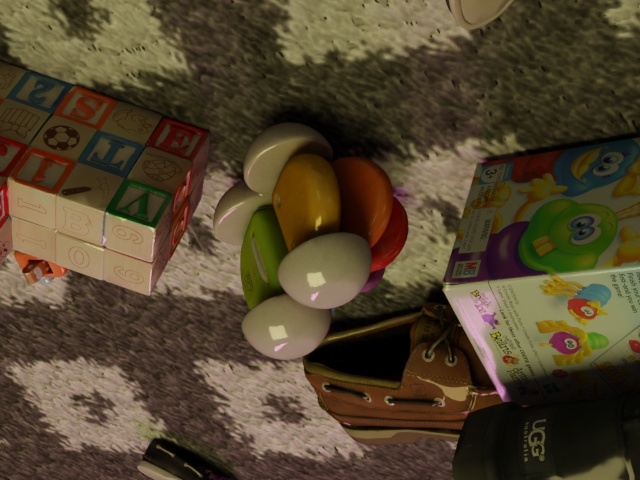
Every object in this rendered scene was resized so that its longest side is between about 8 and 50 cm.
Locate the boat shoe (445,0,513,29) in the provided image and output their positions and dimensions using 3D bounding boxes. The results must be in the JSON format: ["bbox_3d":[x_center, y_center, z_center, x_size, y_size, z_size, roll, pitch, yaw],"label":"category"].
[{"bbox_3d":[0.101,-0.232,0.798,0.065,0.075,0.206,52,159,35],"label":"boat shoe"}]

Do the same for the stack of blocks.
[{"bbox_3d":[-0.262,-0.056,1.031,0.297,0.171,0.087,18,137,4],"label":"stack of blocks"}]

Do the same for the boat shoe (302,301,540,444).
[{"bbox_3d":[0.113,0.112,1.083,0.307,0.111,0.104,-19,124,36],"label":"boat shoe"}]

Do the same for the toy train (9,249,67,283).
[{"bbox_3d":[-0.266,-0.011,1.168,0.125,0.046,0.166,5,135,18],"label":"toy train"}]

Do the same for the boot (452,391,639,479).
[{"bbox_3d":[0.376,0.196,0.871,0.445,0.146,0.367,-20,138,34],"label":"boot"}]

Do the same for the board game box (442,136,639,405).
[{"bbox_3d":[0.253,0.017,0.904,0.275,0.142,0.144,-7,131,29],"label":"board game box"}]

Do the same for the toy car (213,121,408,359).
[{"bbox_3d":[0.000,0.000,1.016,0.136,0.159,0.182,-2,146,-29],"label":"toy car"}]

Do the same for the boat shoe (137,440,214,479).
[{"bbox_3d":[-0.146,0.270,1.406,0.125,0.038,0.046,25,156,-1],"label":"boat shoe"}]
